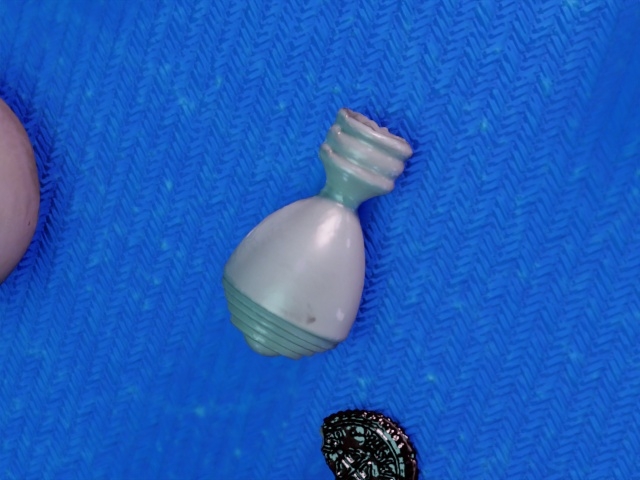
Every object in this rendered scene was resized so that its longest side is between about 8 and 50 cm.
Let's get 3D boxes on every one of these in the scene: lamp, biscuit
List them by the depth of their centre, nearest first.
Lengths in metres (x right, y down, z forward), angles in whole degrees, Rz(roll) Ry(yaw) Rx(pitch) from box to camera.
[{"bbox_3d":[0.000,0.000,1.362,0.106,0.106,0.193,32,98,17],"label":"lamp"},{"bbox_3d":[0.033,0.172,1.402,0.087,0.027,0.089,23,105,19],"label":"biscuit"}]

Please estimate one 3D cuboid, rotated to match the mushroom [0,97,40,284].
[{"bbox_3d":[-0.321,-0.030,1.465,0.206,0.209,0.206,2,68,-6],"label":"mushroom"}]
